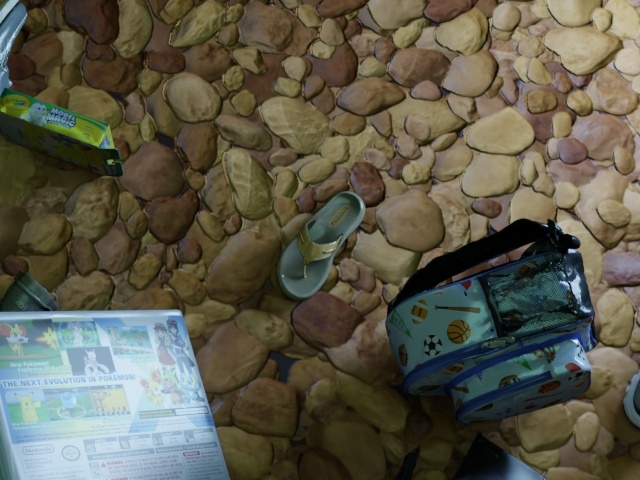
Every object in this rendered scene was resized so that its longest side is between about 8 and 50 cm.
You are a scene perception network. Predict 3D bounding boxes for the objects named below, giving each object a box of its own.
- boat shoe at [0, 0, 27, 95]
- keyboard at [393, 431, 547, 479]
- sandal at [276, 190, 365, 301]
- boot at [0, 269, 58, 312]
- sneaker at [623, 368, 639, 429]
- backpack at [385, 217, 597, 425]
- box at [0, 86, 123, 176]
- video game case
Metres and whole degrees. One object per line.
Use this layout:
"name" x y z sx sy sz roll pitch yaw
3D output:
"boat shoe" -0.484 -0.200 2.055 0.099 0.116 0.319 37 64 -24
"keyboard" 0.157 0.348 1.819 0.201 0.033 0.317 34 39 5
"sandal" 0.000 0.000 2.013 0.072 0.049 0.180 33 71 10
"boot" -0.433 0.131 1.882 0.076 0.189 0.208 41 81 1
"sneaker" 0.497 0.129 1.956 0.100 0.108 0.271 27 69 9
"backpack" 0.219 0.125 1.880 0.263 0.276 0.213 -11 68 7
"box" -0.352 -0.145 2.023 0.179 0.105 0.043 22 71 5
"video game case" -0.265 0.228 1.815 0.329 0.036 0.300 2 63 -46
